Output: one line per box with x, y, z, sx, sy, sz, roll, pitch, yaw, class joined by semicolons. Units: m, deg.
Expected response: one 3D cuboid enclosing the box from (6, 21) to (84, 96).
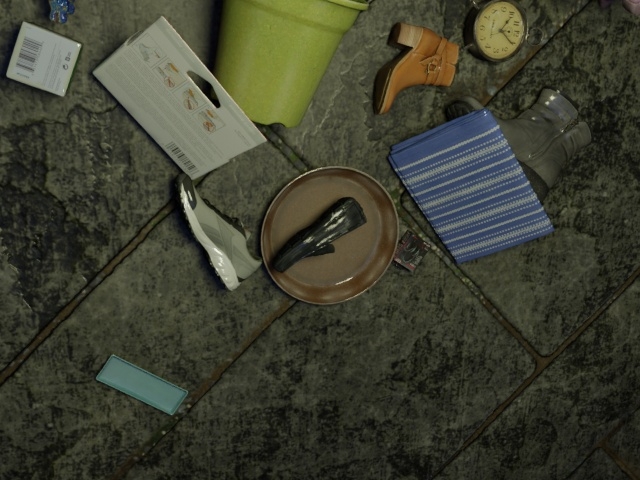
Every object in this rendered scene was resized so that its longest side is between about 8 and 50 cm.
-0.488;-0.323;1.180;0.102;0.087;0.101;19;101;-21;box

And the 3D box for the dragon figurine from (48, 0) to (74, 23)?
-0.507;-0.509;1.116;0.144;0.085;0.289;-14;111;-11;dragon figurine

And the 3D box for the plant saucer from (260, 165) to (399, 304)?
0.019;-0.013;1.445;0.310;0.050;0.311;-5;108;-14;plant saucer

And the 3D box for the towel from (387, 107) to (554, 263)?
0.327;-0.110;1.444;0.243;0.040;0.336;-21;118;31;towel

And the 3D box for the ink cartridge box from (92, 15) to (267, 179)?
-0.247;-0.257;1.202;0.275;0.239;0.060;49;46;-23;ink cartridge box

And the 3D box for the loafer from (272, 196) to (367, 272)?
0.000;0.000;1.376;0.223;0.076;0.078;-38;106;-6;loafer

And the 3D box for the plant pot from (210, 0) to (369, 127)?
-0.084;-0.355;1.212;0.276;0.276;0.254;13;115;-19;plant pot

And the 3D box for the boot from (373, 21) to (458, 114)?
0.202;-0.342;1.383;0.152;0.073;0.197;12;106;-23;boot

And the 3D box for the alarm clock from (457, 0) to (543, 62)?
0.388;-0.443;1.407;0.192;0.064;0.129;5;105;-15;alarm clock

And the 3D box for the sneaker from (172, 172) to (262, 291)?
-0.213;-0.028;1.352;0.108;0.100;0.271;-33;119;-9;sneaker

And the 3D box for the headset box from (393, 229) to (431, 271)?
0.204;0.028;1.520;0.062;0.032;0.083;33;94;-23;headset box

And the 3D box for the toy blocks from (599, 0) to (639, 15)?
0.616;-0.557;1.342;0.288;0.309;0.260;-26;155;-15;toy blocks

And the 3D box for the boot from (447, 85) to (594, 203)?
0.445;-0.261;1.471;0.338;0.118;0.223;39;86;-29;boot

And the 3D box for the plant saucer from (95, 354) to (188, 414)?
-0.387;0.314;1.448;0.192;0.018;0.067;33;96;-22;plant saucer
